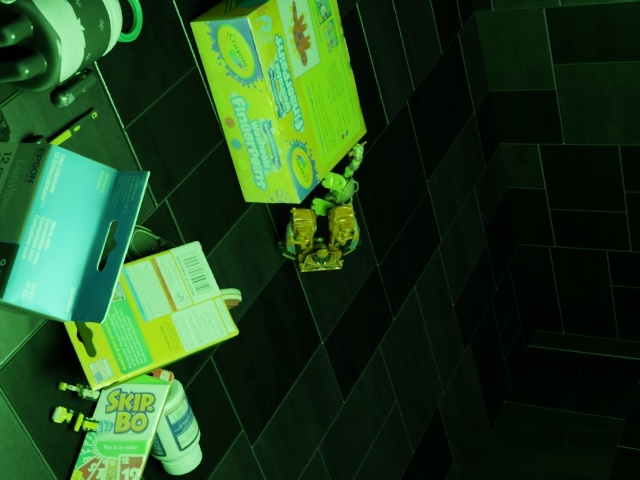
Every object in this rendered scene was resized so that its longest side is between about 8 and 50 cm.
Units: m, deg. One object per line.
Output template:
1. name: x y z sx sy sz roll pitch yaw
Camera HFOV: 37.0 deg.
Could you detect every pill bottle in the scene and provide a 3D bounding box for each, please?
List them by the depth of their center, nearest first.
1. pill bottle: -0.311 0.386 1.968 0.112 0.112 0.187 -49 134 -45

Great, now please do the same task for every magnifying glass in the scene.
1. magnifying glass: -0.386 -0.497 1.828 0.092 0.026 0.231 -26 117 -55

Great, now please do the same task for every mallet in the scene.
1. mallet: -0.458 -0.183 1.734 0.189 0.039 0.062 -44 129 -53

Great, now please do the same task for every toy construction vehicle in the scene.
1. toy construction vehicle: -0.455 0.311 1.791 0.098 0.035 0.086 21 84 -43

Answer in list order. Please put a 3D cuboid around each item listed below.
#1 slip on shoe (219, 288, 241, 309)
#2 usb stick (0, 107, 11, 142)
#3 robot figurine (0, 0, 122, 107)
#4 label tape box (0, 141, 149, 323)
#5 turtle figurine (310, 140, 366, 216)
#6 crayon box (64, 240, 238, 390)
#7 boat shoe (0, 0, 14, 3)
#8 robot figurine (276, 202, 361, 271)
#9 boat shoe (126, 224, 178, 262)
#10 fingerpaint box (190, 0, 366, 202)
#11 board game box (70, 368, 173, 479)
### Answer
1. slip on shoe: -0.288 0.170 1.965 0.331 0.123 0.101 -22 99 -50
2. usb stick: -0.572 -0.271 1.521 0.077 0.045 0.278 -59 140 -49
3. robot figurine: -0.453 -0.350 1.586 0.278 0.173 0.209 -52 172 -50
4. label tape box: -0.453 -0.018 1.452 0.115 0.347 0.249 36 62 -54
5. turtle figurine: 0.040 -0.119 2.378 0.269 0.087 0.217 -53 178 18
6. crayon box: -0.337 0.144 1.792 0.323 0.083 0.203 -19 81 -39
7. boat shoe: -0.527 -0.391 1.345 0.187 0.156 0.500 44 38 -44
8. robot figurine: 0.000 0.000 2.303 0.291 0.211 0.085 93 -9 -67
9. boat shoe: -0.319 0.033 1.950 0.223 0.073 0.080 47 54 -51
10. fingerpaint box: -0.083 -0.367 2.212 0.371 0.163 0.445 -50 134 -46
11. board game box: -0.379 0.360 1.845 0.039 0.124 0.259 110 -3 -68
